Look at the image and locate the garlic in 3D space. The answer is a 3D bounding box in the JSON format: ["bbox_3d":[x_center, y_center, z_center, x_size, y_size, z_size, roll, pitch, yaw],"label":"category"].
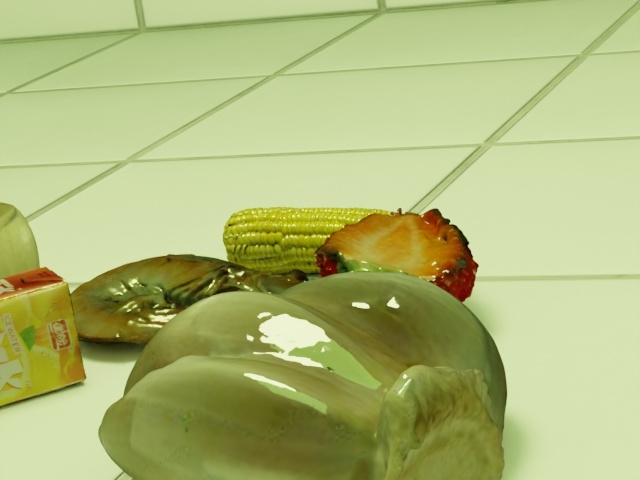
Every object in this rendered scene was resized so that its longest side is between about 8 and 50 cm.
[{"bbox_3d":[0.000,0.105,1.253,0.325,0.132,0.279,14,19,43],"label":"garlic"}]

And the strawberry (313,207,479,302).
[{"bbox_3d":[0.066,0.034,1.518,0.140,0.085,0.192,-9,21,-18],"label":"strawberry"}]

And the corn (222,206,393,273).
[{"bbox_3d":[0.000,0.000,1.709,0.203,0.072,0.072,0,18,22],"label":"corn"}]

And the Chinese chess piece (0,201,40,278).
[{"bbox_3d":[-0.402,0.037,1.730,0.249,0.103,0.250,-10,15,3],"label":"Chinese chess piece"}]

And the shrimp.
[{"bbox_3d":[-0.123,0.059,1.578,0.287,0.063,0.152,2,21,40],"label":"shrimp"}]

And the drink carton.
[{"bbox_3d":[-0.319,0.100,1.479,0.222,0.096,0.071,-17,18,-23],"label":"drink carton"}]
